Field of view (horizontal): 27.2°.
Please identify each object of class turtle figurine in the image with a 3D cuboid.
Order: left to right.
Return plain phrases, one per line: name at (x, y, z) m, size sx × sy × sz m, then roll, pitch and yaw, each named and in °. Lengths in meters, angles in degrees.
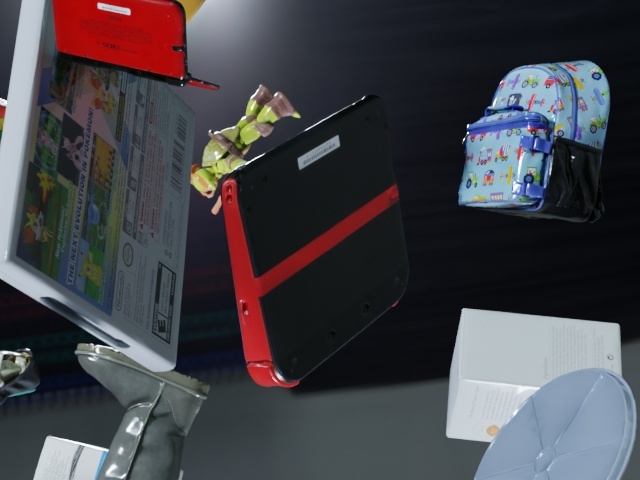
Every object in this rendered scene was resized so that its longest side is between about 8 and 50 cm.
turtle figurine at (-0.143, -0.154, 2.149) m, size 0.087 × 0.217 × 0.269 m, roll 44°, pitch 173°, yaw -14°

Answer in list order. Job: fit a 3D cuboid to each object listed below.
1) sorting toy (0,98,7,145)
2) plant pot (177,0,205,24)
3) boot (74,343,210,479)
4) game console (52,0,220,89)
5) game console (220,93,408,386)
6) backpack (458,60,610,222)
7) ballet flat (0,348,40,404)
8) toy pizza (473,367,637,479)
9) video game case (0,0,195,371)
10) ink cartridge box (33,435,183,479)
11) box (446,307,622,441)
sorting toy at (-0.497, -0.162, 1.573) m, size 0.089 × 0.257 × 0.255 m, roll -70°, pitch -14°, yaw 6°
plant pot at (-0.243, -0.386, 1.808) m, size 0.188 × 0.205 × 0.205 m, roll 37°, pitch -160°, yaw -16°
boot at (-0.242, 0.243, 1.587) m, size 0.076 × 0.189 × 0.209 m, roll 45°, pitch -115°, yaw -75°
game console at (-0.179, -0.201, 1.297) m, size 0.085 × 0.144 × 0.124 m, roll -51°, pitch -31°, yaw -51°
game console at (0.000, 0.000, 1.941) m, size 0.386 × 0.060 × 0.342 m, roll -35°, pitch -59°, yaw -47°
backpack at (0.230, -0.112, 1.408) m, size 0.158 × 0.116 × 0.173 m, roll 9°, pitch 89°, yaw 63°
ballet flat at (-0.438, 0.185, 1.754) m, size 0.203 × 0.074 × 0.074 m, roll -24°, pitch -72°, yaw -69°
toy pizza at (0.209, 0.203, 1.172) m, size 0.032 × 0.201 × 0.201 m, roll 37°, pitch -167°, yaw -18°
video game case at (-0.229, -0.064, 1.388) m, size 0.300 × 0.036 × 0.329 m, roll 43°, pitch -137°, yaw -54°
ink cartridge box at (-0.356, 0.393, 2.209) m, size 0.148 × 0.203 × 0.086 m, roll 26°, pitch -105°, yaw -47°
box at (0.228, 0.152, 1.424) m, size 0.130 × 0.170 × 0.091 m, roll 93°, pitch -176°, yaw -53°
